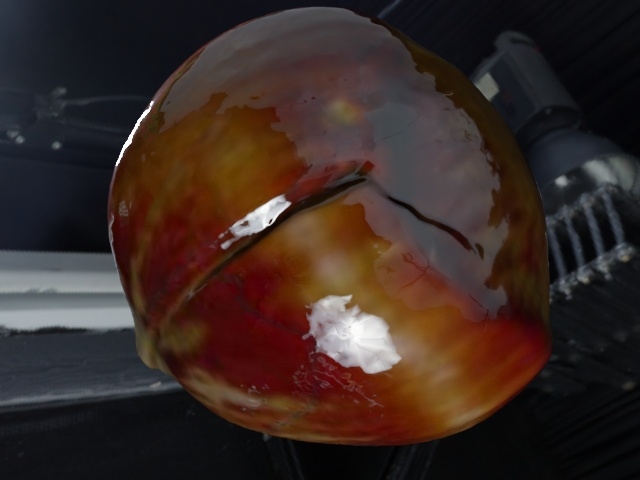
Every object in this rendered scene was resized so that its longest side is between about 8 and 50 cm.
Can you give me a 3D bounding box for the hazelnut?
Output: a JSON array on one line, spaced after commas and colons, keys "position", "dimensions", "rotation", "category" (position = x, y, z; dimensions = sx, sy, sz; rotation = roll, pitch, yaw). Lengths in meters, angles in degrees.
[{"position": [0.000, 0.000, 0.403], "dimensions": [0.230, 0.229, 0.229], "rotation": [27, -137, -29], "category": "hazelnut"}]
